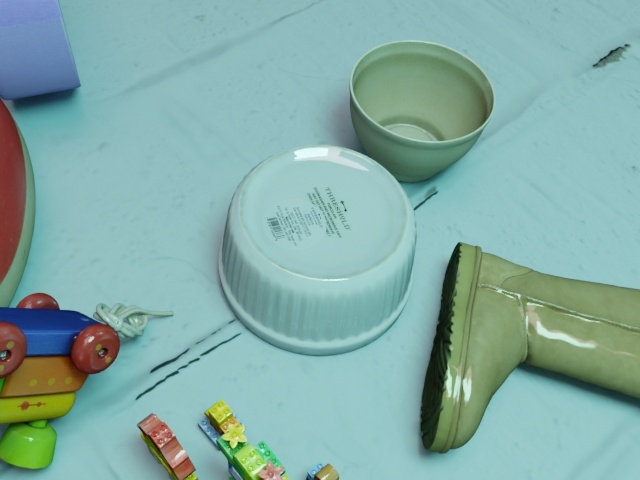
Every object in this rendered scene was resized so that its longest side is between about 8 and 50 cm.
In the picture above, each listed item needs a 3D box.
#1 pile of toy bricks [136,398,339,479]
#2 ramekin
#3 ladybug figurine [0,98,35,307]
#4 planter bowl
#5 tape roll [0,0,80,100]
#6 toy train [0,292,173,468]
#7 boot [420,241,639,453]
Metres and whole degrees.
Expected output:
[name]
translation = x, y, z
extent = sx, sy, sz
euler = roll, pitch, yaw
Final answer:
[pile of toy bricks]
translation = -0.049, 0.197, 0.552
extent = 0.118, 0.105, 0.212
euler = -36, 66, -26
[ramekin]
translation = 0.000, 0.000, 0.692
extent = 0.207, 0.109, 0.207
euler = 3, 56, -4
[ladybug figurine]
translation = -0.423, -0.053, 0.616
extent = 0.305, 0.162, 0.449
euler = -2, 53, -19
[planter bowl]
translation = 0.107, -0.137, 0.797
extent = 0.162, 0.109, 0.162
euler = 3, 55, -4
[tape roll]
translation = -0.346, -0.300, 0.764
extent = 0.090, 0.275, 0.275
euler = -15, 58, -16
[toy train]
translation = -0.228, 0.126, 0.586
extent = 0.105, 0.248, 0.143
euler = 18, 93, 33
[boot]
translation = 0.244, 0.118, 0.648
extent = 0.269, 0.089, 0.236
euler = 16, 56, 4
